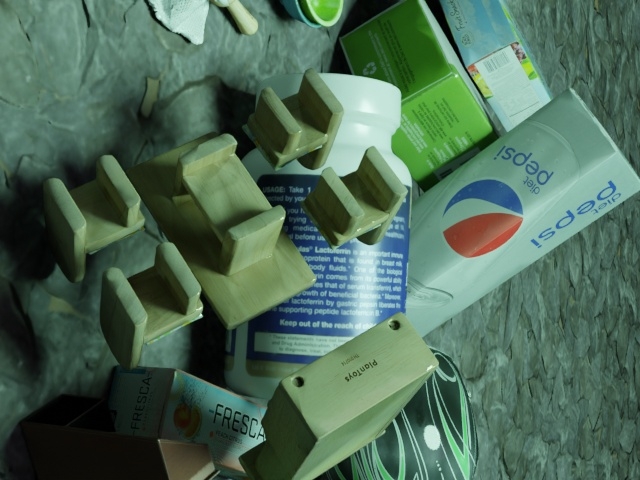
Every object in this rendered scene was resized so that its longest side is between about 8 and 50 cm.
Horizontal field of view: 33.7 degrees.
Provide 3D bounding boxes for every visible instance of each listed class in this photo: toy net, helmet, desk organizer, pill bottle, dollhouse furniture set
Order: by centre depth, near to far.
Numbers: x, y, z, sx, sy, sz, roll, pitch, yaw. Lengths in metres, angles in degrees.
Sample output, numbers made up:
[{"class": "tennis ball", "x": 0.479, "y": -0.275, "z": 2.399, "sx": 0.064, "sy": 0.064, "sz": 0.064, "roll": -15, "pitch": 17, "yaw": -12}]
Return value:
[{"class": "desk organizer", "x": -0.137, "y": 0.139, "z": 0.708, "sx": 0.047, "sy": 0.130, "sz": 0.050, "roll": -35, "pitch": 118, "yaw": -52}, {"class": "dollhouse furniture set", "x": -0.046, "y": 0.041, "z": 0.749, "sx": 0.212, "sy": 0.242, "sz": 0.161, "roll": -27, "pitch": 161, "yaw": -24}, {"class": "toy net", "x": -0.060, "y": -0.233, "z": 0.896, "sx": 0.232, "sy": 0.045, "sz": 0.122, "roll": -27, "pitch": 114, "yaw": -54}, {"class": "pill bottle", "x": 0.000, "y": 0.000, "z": 0.900, "sx": 0.153, "sy": 0.153, "sz": 0.265, "roll": 7, "pitch": 86, "yaw": -58}, {"class": "helmet", "x": 0.074, "y": 0.195, "z": 1.020, "sx": 0.169, "sy": 0.169, "sz": 0.162, "roll": 43, "pitch": 40, "yaw": -50}]

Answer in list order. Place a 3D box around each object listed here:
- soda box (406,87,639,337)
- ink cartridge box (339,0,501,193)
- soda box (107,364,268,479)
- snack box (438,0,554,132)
[{"class": "soda box", "x": 0.168, "y": -0.019, "z": 1.054, "sx": 0.098, "sy": 0.286, "sz": 0.091, "roll": 32, "pitch": 27, "yaw": -54}, {"class": "ink cartridge box", "x": 0.098, "y": -0.182, "z": 1.121, "sx": 0.189, "sy": 0.097, "sz": 0.255, "roll": 45, "pitch": 20, "yaw": -49}, {"class": "soda box", "x": -0.090, "y": 0.151, "z": 0.845, "sx": 0.183, "sy": 0.063, "sz": 0.058, "roll": 37, "pitch": 58, "yaw": -53}, {"class": "snack box", "x": 0.211, "y": -0.219, "z": 1.244, "sx": 0.207, "sy": 0.070, "sz": 0.175, "roll": 42, "pitch": 27, "yaw": -49}]
